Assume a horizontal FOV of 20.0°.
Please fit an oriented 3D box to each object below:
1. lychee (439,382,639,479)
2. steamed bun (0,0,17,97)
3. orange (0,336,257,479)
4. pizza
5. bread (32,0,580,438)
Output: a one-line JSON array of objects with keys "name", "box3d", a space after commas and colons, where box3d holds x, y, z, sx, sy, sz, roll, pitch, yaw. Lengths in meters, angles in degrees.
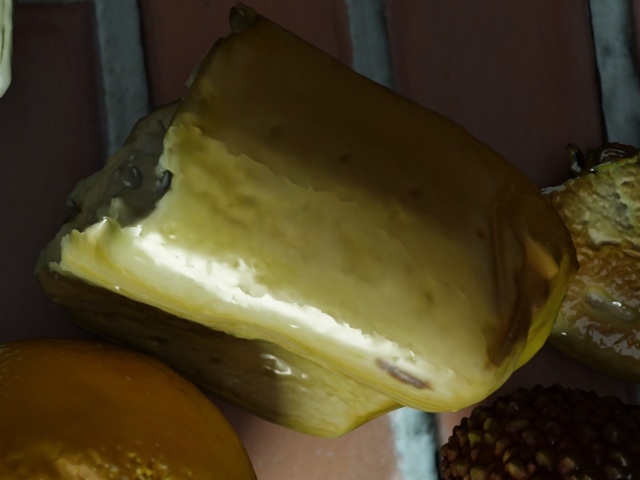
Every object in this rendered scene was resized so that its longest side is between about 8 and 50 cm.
[{"name": "lychee", "box3d": [0.217, 0.235, 1.515, 0.271, 0.271, 0.271, 0, 88, -8]}, {"name": "steamed bun", "box3d": [-0.383, -0.243, 1.461, 0.289, 0.203, 0.276, 4, 112, -6]}, {"name": "orange", "box3d": [-0.199, 0.240, 1.400, 0.340, 0.293, 0.340, 2, 86, -30]}, {"name": "pizza", "box3d": [0.273, 0.007, 1.592, 0.289, 0.081, 0.229, 26, 79, 7]}, {"name": "bread", "box3d": [0.000, 0.000, 1.446, 0.394, 0.361, 0.250, 25, 70, -12]}]
